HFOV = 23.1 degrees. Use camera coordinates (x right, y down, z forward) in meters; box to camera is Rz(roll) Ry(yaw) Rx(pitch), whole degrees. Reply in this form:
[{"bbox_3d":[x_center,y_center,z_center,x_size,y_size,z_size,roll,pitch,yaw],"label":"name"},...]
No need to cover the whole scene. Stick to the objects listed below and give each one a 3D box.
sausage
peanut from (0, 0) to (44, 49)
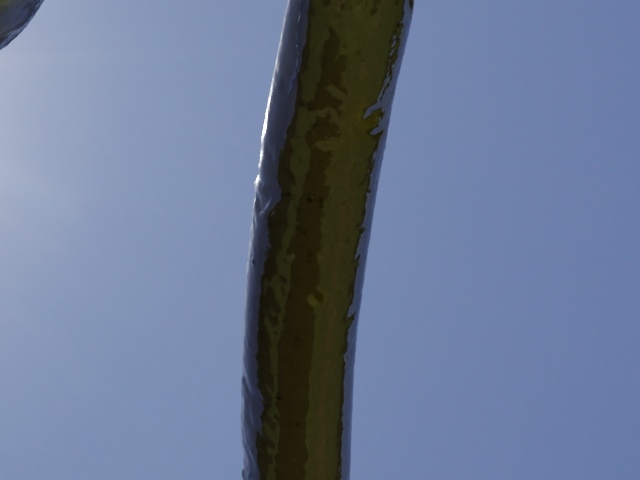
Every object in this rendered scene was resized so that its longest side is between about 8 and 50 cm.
[{"bbox_3d":[-0.002,0.000,0.753,0.066,0.066,0.301,-4,-63,-22],"label":"sausage"},{"bbox_3d":[-0.116,-0.101,0.405,0.087,0.206,0.087,-8,-64,-16],"label":"peanut"}]
